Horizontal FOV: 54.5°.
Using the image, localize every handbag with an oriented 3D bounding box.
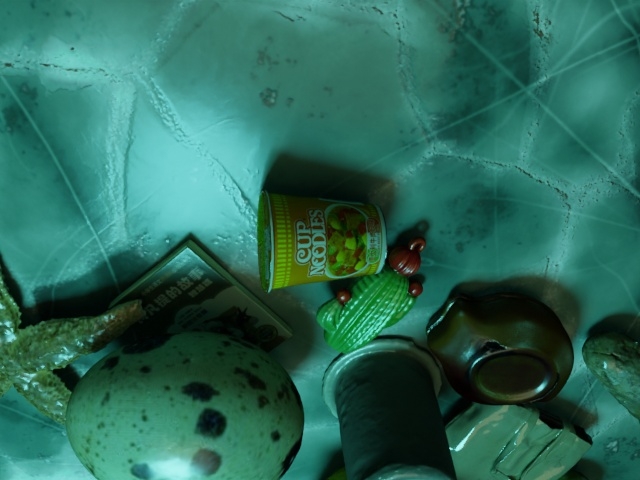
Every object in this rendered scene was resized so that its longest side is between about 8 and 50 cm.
[{"bbox_3d":[0.383,0.434,1.287,0.315,0.109,0.253,30,110,-20],"label":"handbag"}]

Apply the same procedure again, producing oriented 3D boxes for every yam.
[{"bbox_3d":[0.630,0.285,1.203,0.330,0.133,0.133,37,112,-20],"label":"yam"}]

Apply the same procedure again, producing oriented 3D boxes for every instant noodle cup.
[{"bbox_3d":[0.000,0.000,0.980,0.184,0.168,0.169,-1,121,-13],"label":"instant noodle cup"}]

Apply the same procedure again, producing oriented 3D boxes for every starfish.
[{"bbox_3d":[-0.475,0.177,1.071,0.323,0.082,0.432,14,118,-1],"label":"starfish"}]

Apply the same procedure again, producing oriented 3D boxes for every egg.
[{"bbox_3d":[-0.213,0.289,1.016,0.379,0.288,0.288,19,118,-17],"label":"egg"}]

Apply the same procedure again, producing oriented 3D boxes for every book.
[{"bbox_3d":[-0.210,0.141,1.111,0.202,0.027,0.264,-36,117,18],"label":"book"}]

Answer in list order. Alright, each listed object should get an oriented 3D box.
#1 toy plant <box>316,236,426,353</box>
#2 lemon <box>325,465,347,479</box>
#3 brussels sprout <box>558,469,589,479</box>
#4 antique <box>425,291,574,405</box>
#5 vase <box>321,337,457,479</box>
[{"bbox_3d":[0.102,0.102,1.082,0.240,0.088,0.155,-36,134,2],"label":"toy plant"},{"bbox_3d":[0.133,0.630,1.243,0.387,0.350,0.350,33,113,-15],"label":"lemon"},{"bbox_3d":[0.538,0.578,1.379,0.154,0.118,0.155,-7,121,-12],"label":"brussels sprout"},{"bbox_3d":[0.332,0.205,1.132,0.278,0.129,0.224,30,117,-18],"label":"antique"},{"bbox_3d":[0.124,0.360,1.118,0.244,0.291,0.245,-1,122,-1],"label":"vase"}]
